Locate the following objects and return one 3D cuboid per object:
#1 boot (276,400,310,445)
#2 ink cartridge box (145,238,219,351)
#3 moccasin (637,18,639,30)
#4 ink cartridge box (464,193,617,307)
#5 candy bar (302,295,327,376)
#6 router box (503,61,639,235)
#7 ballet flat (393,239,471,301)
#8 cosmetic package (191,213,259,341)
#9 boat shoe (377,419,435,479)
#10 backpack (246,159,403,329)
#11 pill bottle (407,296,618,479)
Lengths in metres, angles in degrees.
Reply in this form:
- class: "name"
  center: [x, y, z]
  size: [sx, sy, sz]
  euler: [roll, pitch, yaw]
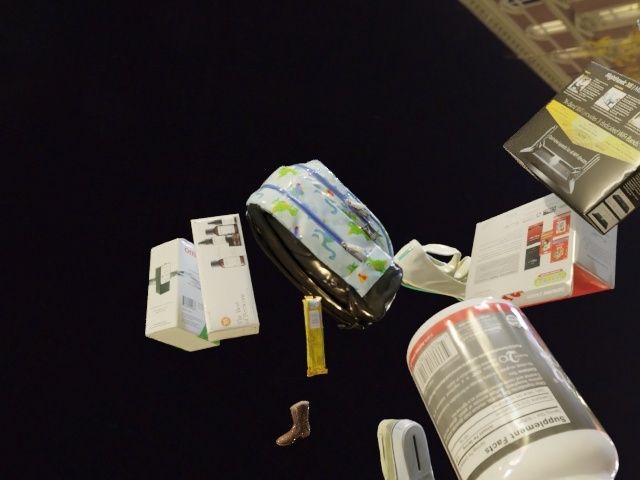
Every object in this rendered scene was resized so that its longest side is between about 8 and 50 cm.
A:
- class: "boot"
  center: [-0.078, 0.507, 1.557]
  size: [0.107, 0.037, 0.114]
  euler: [-15, -63, -27]
- class: "ink cartridge box"
  center: [-0.297, 0.121, 1.229]
  size: [0.153, 0.087, 0.208]
  euler: [41, -142, -53]
- class: "moccasin"
  center: [0.509, -0.280, 0.757]
  size: [0.342, 0.138, 0.116]
  euler: [-31, -60, -53]
- class: "ink cartridge box"
  center: [0.489, 0.056, 1.267]
  size: [0.130, 0.309, 0.271]
  euler: [28, -118, -20]
- class: "candy bar"
  center: [-0.011, 0.184, 1.074]
  size: [0.040, 0.018, 0.161]
  euler: [-6, -82, -9]
- class: "router box"
  center: [0.533, -0.188, 1.076]
  size: [0.081, 0.308, 0.243]
  euler: [35, -70, -30]
- class: "ballet flat"
  center: [0.359, 0.092, 1.498]
  size: [0.401, 0.139, 0.139]
  euler: [18, -94, -34]
- class: "cosmetic package"
  center: [-0.188, 0.068, 1.089]
  size: [0.099, 0.060, 0.238]
  euler: [-10, -114, -11]
- class: "boat shoe"
  center: [0.195, 0.542, 1.241]
  size: [0.109, 0.094, 0.301]
  euler: [-5, -92, -34]
- class: "backpack"
  center: [0.000, 0.000, 1.219]
  size: [0.356, 0.290, 0.273]
  euler: [31, -103, -4]
- class: "pill bottle"
  center: [0.282, 0.275, 0.805]
  size: [0.211, 0.362, 0.210]
  euler: [-10, -47, -11]
